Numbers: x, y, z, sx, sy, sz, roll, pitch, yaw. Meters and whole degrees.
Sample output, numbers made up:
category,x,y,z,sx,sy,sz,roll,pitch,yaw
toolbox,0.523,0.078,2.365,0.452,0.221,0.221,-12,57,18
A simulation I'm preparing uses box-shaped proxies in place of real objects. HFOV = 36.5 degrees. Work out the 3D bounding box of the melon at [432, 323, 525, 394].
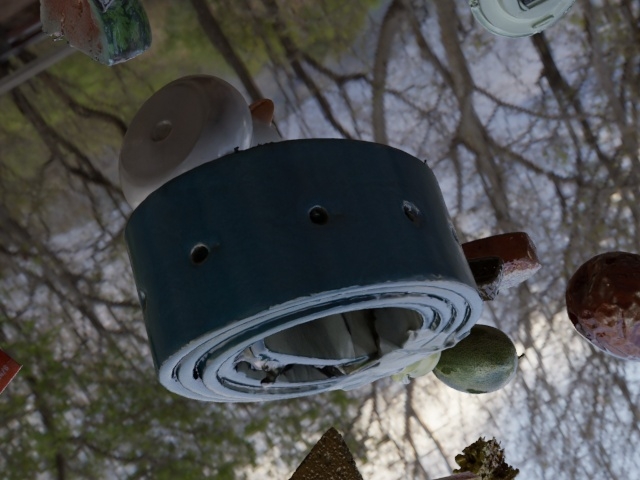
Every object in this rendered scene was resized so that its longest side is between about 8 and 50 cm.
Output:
category,x,y,z,sx,sy,sz,roll,pitch,yaw
melon,0.310,0.234,1.914,0.192,0.139,0.139,-1,-166,-7

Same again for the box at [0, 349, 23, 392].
category,x,y,z,sx,sy,sz,roll,pitch,yaw
box,-0.514,0.256,1.331,0.123,0.050,0.229,-37,-164,40

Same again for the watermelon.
category,x,y,z,sx,sy,sz,roll,pitch,yaw
watermelon,-0.436,-0.440,1.893,0.305,0.224,0.180,34,-92,45

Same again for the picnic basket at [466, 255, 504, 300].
category,x,y,z,sx,sy,sz,roll,pitch,yaw
picnic basket,0.274,0.085,1.945,0.193,0.055,0.110,-9,-152,28

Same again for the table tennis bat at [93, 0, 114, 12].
category,x,y,z,sx,sy,sz,roll,pitch,yaw
table tennis bat,-0.246,-0.425,1.421,0.027,0.150,0.236,30,-107,40

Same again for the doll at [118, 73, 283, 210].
category,x,y,z,sx,sy,sz,roll,pitch,yaw
doll,-0.159,-0.115,1.392,0.251,0.221,0.221,-54,-161,-5

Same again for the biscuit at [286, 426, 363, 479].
category,x,y,z,sx,sy,sz,roll,pitch,yaw
biscuit,0.000,0.462,1.812,0.025,0.131,0.231,1,136,-40

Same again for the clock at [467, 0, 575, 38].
category,x,y,z,sx,sy,sz,roll,pitch,yaw
clock,0.378,-0.468,1.739,0.236,0.236,0.053,-29,-143,6

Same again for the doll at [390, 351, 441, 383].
category,x,y,z,sx,sy,sz,roll,pitch,yaw
doll,0.134,0.170,1.482,0.106,0.062,0.162,-60,151,5

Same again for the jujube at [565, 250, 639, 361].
category,x,y,z,sx,sy,sz,roll,pitch,yaw
jujube,0.535,0.121,1.614,0.190,0.255,0.190,-47,-149,41

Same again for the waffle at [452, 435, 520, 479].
category,x,y,z,sx,sy,sz,roll,pitch,yaw
waffle,0.350,0.511,2.041,0.070,0.197,0.193,-6,169,43

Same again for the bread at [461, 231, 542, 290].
category,x,y,z,sx,sy,sz,roll,pitch,yaw
bread,0.409,0.078,2.512,0.327,0.114,0.295,-11,163,-22

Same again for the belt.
category,x,y,z,sx,sy,sz,roll,pitch,yaw
belt,-0.004,0.048,0.952,0.300,0.173,0.436,-21,165,14

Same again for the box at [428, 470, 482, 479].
category,x,y,z,sx,sy,sz,roll,pitch,yaw
box,0.210,0.394,1.573,0.093,0.015,0.058,-9,176,-11
